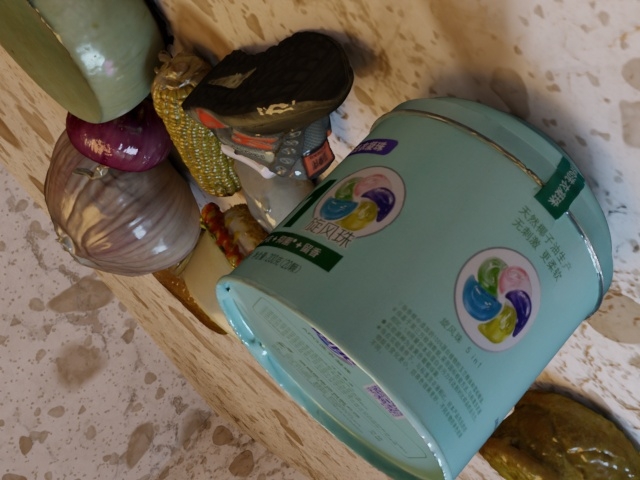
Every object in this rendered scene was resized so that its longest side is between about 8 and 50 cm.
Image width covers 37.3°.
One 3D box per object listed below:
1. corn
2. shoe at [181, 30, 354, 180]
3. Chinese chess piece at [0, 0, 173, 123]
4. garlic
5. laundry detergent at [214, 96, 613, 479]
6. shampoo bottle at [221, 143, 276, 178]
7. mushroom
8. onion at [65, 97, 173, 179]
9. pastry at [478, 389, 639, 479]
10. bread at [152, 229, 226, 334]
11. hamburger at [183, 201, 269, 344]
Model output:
[{"bbox_3d":[-0.175,-0.159,1.395,0.106,0.106,0.293,35,159,25],"label":"corn"},{"bbox_3d":[-0.038,-0.138,1.135,0.171,0.132,0.336,47,164,-24],"label":"shoe"},{"bbox_3d":[-0.375,-0.334,1.364,0.349,0.146,0.349,39,161,16],"label":"Chinese chess piece"},{"bbox_3d":[-0.380,-0.071,1.760,0.317,0.259,0.317,35,161,14],"label":"garlic"},{"bbox_3d":[0.104,0.036,0.916,0.287,0.305,0.287,38,160,16],"label":"laundry detergent"},{"bbox_3d":[-0.082,-0.130,1.310,0.099,0.072,0.043,33,-177,27],"label":"shampoo bottle"},{"bbox_3d":[0.000,0.000,1.397,0.351,0.097,0.109,47,173,-22],"label":"mushroom"},{"bbox_3d":[-0.331,-0.180,1.572,0.177,0.177,0.153,12,109,58],"label":"onion"},{"bbox_3d":[0.349,0.313,1.315,0.235,0.132,0.240,42,170,-22],"label":"pastry"},{"bbox_3d":[-0.252,0.076,2.000,0.253,0.142,0.227,35,167,20],"label":"bread"},{"bbox_3d":[-0.080,0.067,1.527,0.294,0.179,0.276,37,-171,-48],"label":"hamburger"}]
